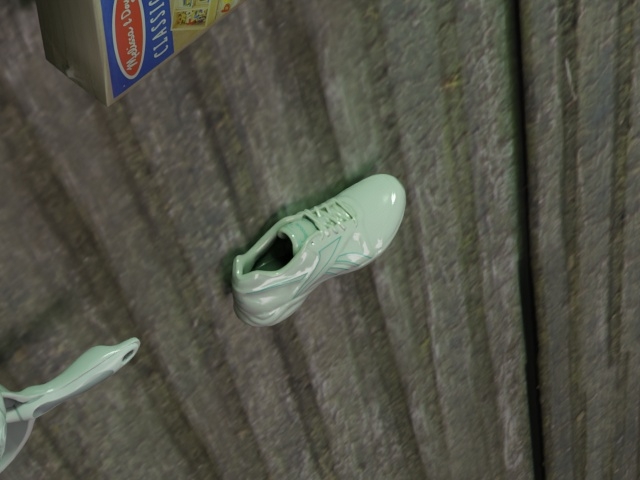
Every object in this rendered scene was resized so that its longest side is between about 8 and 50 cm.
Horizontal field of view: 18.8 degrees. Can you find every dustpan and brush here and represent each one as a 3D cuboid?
[{"bbox_3d":[-0.210,0.111,1.205,0.211,0.060,0.147,-39,153,-15],"label":"dustpan and brush"}]

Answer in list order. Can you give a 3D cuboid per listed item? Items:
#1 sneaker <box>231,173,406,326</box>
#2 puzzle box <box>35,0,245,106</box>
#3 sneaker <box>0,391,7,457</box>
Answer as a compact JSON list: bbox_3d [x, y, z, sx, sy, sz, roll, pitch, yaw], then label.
[{"bbox_3d":[0.000,0.000,1.371,0.152,0.054,0.061,-38,151,-15],"label":"sneaker"},{"bbox_3d":[-0.034,-0.275,0.889,0.272,0.052,0.409,-41,154,-24],"label":"puzzle box"},{"bbox_3d":[-0.253,-0.029,0.679,0.137,0.210,0.366,-13,161,30],"label":"sneaker"}]
